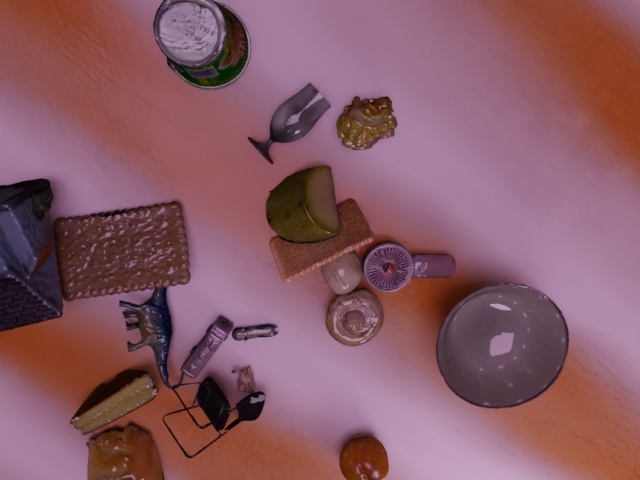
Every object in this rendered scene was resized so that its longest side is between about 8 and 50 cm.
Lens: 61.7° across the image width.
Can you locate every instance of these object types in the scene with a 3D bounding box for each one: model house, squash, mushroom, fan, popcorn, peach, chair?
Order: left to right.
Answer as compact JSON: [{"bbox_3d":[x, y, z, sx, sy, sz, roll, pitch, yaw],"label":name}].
[{"bbox_3d":[-0.762,0.072,1.238,0.361,0.297,0.338,-14,111,0],"label":"model house"},{"bbox_3d":[-0.276,0.439,1.416,0.145,0.221,0.140,45,129,29],"label":"chair"},{"bbox_3d":[-0.057,-0.087,1.293,0.184,0.085,0.191,-11,77,13],"label":"squash"},{"bbox_3d":[0.089,0.198,1.386,0.154,0.122,0.154,0,101,1],"label":"mushroom"},{"bbox_3d":[0.119,0.609,1.478,0.138,0.138,0.138,-1,103,-3],"label":"peach"},{"bbox_3d":[0.109,-0.280,1.279,0.145,0.125,0.126,-7,112,8],"label":"popcorn"},{"bbox_3d":[0.229,0.065,1.388,0.245,0.074,0.130,-1,102,-4],"label":"fan"}]

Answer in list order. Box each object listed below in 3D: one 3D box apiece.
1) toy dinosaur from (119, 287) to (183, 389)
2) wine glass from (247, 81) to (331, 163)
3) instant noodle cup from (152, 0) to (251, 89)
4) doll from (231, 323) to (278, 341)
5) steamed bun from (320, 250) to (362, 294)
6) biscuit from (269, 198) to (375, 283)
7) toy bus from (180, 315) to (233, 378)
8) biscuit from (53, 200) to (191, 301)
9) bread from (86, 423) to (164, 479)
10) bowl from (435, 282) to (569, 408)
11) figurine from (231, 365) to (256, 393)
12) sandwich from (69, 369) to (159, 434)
[{"bbox_3d":[-0.434,0.219,1.382,0.147,0.076,0.362,-3,97,-15],"label":"toy dinosaur"},{"bbox_3d":[-0.072,-0.282,1.282,0.202,0.093,0.093,-41,102,6],"label":"wine glass"},{"bbox_3d":[-0.264,-0.435,1.162,0.207,0.232,0.206,-1,103,-2],"label":"instant noodle cup"},{"bbox_3d":[-0.174,0.245,1.428,0.125,0.027,0.037,-7,96,-2],"label":"doll"},{"bbox_3d":[0.055,0.069,1.349,0.091,0.112,0.129,-19,81,24],"label":"steamed bun"},{"bbox_3d":[0.000,0.001,1.329,0.250,0.160,0.030,-28,136,2],"label":"biscuit"},{"bbox_3d":[-0.298,0.281,1.407,0.057,0.072,0.172,37,98,-6],"label":"toy bus"},{"bbox_3d":[-0.491,0.026,1.331,0.325,0.044,0.216,-9,87,-1],"label":"biscuit"},{"bbox_3d":[-0.532,0.637,1.442,0.175,0.133,0.251,-11,104,1],"label":"bread"},{"bbox_3d":[0.448,0.251,1.401,0.338,0.157,0.336,-1,102,-3],"label":"bowl"},{"bbox_3d":[-0.207,0.381,1.453,0.051,0.047,0.083,-7,111,13],"label":"figurine"},{"bbox_3d":[-0.535,0.416,1.419,0.245,0.088,0.090,-30,111,0],"label":"sandwich"}]
